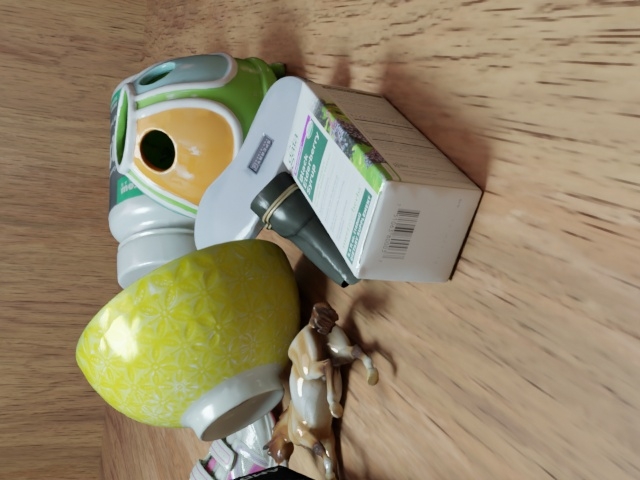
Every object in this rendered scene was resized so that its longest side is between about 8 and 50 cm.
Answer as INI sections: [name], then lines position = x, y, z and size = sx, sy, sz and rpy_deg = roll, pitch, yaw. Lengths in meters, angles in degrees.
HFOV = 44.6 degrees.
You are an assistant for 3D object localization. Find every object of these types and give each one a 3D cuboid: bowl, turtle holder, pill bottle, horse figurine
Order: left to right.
[pill bottle]
position = -0.264, -0.096, 1.360
size = 0.204, 0.204, 0.361
rpy_deg = 132, 137, -57
[turtle holder]
position = -0.170, -0.169, 1.108
size = 0.243, 0.228, 0.320
rpy_deg = 117, 148, -45
[bowl]
position = -0.130, 0.146, 0.946
size = 0.156, 0.289, 0.289
rpy_deg = 57, 143, 23
[horse figurine]
position = -0.001, 0.169, 0.842
size = 0.174, 0.066, 0.263
rpy_deg = -130, 42, -60

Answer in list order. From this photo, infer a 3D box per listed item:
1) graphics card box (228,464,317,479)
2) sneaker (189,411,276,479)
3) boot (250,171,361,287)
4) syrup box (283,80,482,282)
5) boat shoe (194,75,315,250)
[graphics card box]
position = 0.010, 0.345, 0.693
size = 0.371, 0.094, 0.232
rpy_deg = 164, 94, -68
[sneaker]
position = -0.121, 0.319, 1.053
size = 0.103, 0.111, 0.252
rpy_deg = -175, 89, -68
[boot]
position = 0.000, 0.000, 0.873
size = 0.077, 0.137, 0.198
rpy_deg = -47, -7, 9
[syrup box]
position = 0.045, -0.062, 0.732
size = 0.237, 0.096, 0.093
rpy_deg = -122, 42, -54
[boat shoe]
position = -0.061, -0.077, 0.956
size = 0.095, 0.084, 0.258
rpy_deg = 47, 113, 26
